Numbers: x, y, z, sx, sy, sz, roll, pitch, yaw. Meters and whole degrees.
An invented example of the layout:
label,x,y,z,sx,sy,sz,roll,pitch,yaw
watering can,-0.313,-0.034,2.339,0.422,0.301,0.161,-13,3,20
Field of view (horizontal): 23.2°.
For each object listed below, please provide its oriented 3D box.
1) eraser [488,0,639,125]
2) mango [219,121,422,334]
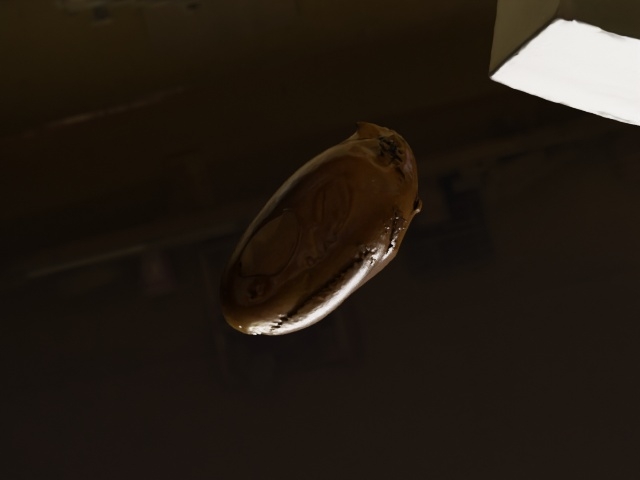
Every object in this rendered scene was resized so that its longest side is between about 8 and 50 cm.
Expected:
label,x,y,z,sx,sy,sz,roll,pitch,yaw
eraser,0.150,-0.187,0.653,0.124,0.279,0.081,14,160,-16
mango,0.000,0.000,0.755,0.127,0.063,0.077,-47,180,8
